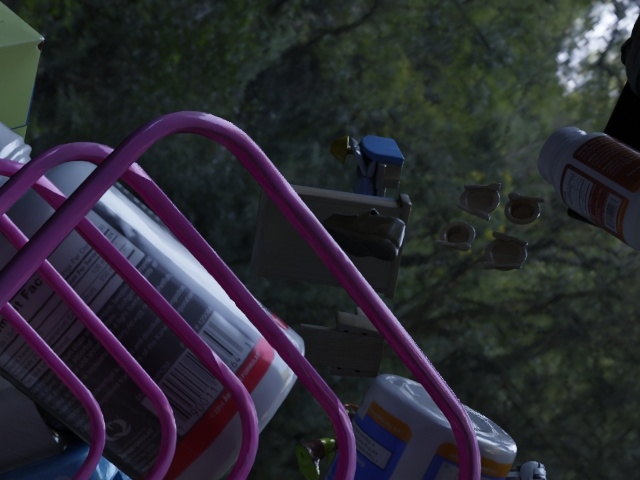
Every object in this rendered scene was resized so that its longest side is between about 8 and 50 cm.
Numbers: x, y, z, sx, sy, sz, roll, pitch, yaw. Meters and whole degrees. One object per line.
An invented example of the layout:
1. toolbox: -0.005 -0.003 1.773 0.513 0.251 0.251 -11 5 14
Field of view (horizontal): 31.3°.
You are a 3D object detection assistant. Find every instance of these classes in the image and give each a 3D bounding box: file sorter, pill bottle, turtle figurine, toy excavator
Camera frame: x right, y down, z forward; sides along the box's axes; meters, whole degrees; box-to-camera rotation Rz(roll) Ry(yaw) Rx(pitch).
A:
1. file sorter: -0.117 0.085 0.441 0.291 0.182 0.202 -6 -51 50
2. pill bottle: 0.061 0.277 1.074 0.152 0.272 0.152 26 5 -2
3. pill bottle: -0.183 0.049 0.906 0.318 0.176 0.176 41 -19 -8
4. pill bottle: 0.416 -0.082 1.640 0.216 0.121 0.121 43 -23 48
5. turtle figurine: 0.086 0.298 1.704 0.269 0.217 0.087 19 -63 40
6. toy excavator: -0.278 0.341 1.359 0.445 0.222 0.433 64 17 -14

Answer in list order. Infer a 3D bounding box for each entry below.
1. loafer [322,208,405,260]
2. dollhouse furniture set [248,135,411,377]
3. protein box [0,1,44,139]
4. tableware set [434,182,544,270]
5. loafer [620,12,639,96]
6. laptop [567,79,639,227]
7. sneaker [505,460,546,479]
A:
1. loafer: 0.057 -0.010 1.406 0.148 0.050 0.056 20 -26 54
2. dollhouse furniture set: 0.000 0.000 1.666 0.303 0.198 0.286 -95 -166 -72
3. protein box: -0.380 -0.148 0.952 0.201 0.200 0.136 39 -53 24
4. tableware set: 0.266 -0.025 1.777 0.141 0.168 0.020 14 -33 24
5. loafer: 0.365 -0.209 1.256 0.084 0.096 0.267 57 8 21
6. laptop: 0.706 -0.125 1.923 0.408 0.382 0.236 25 0 45
7. sneaker: 0.179 0.356 1.482 0.281 0.163 0.106 106 -16 -54
